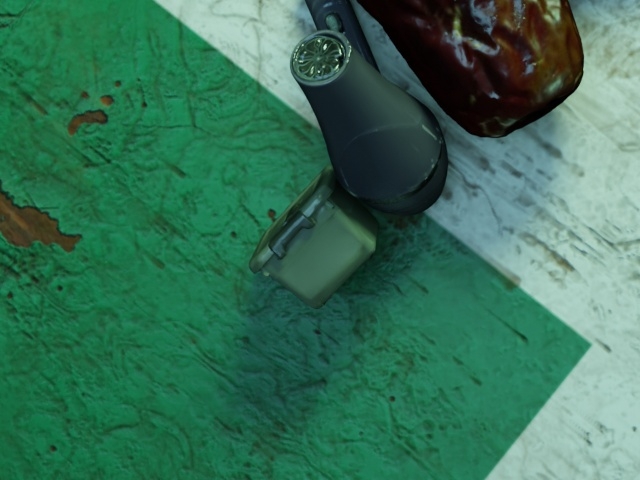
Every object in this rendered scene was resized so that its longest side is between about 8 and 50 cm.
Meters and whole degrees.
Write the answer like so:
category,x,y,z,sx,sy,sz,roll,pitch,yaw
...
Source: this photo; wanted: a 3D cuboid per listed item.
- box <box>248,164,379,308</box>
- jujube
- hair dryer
category,x,y,z,sx,sy,sz,roll,pitch,yaw
box,0.000,0.000,1.714,0.093,0.172,0.124,42,103,-5
jujube,0.140,-0.263,1.637,0.223,0.223,0.318,-31,84,13
hair dryer,0.011,-0.213,1.683,0.121,0.301,0.361,-27,60,9
